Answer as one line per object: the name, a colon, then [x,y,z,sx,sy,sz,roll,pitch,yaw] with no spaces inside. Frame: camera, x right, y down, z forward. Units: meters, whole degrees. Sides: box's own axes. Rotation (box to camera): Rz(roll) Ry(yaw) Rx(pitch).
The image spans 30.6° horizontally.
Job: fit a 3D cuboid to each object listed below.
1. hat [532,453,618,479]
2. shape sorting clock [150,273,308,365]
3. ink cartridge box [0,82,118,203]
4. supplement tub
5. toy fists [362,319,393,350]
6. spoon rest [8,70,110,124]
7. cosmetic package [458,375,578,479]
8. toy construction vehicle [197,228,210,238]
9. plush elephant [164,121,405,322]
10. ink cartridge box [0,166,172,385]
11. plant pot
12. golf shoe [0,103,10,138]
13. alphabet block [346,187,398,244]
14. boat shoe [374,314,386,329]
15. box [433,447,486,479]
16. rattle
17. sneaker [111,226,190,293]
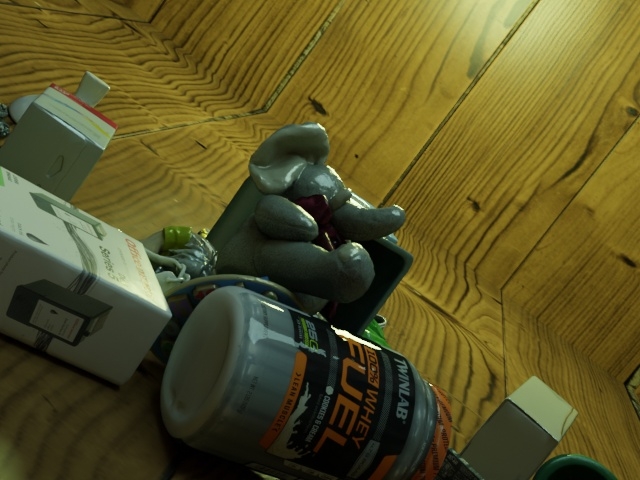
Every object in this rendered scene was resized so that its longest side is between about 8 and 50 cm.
hat: [0.414,0.471,1.983,0.208,0.173,0.183,38,-23,2]
shape sorting clock: [-0.115,0.114,1.453,0.206,0.206,0.040,31,34,-28]
ink cartridge box: [-0.399,-0.140,1.764,0.127,0.128,0.176,34,11,-12]
supplement tub: [-0.012,0.191,1.381,0.316,0.194,0.193,24,16,-27]
toy fists: [0.058,0.172,1.954,0.142,0.096,0.279,50,4,-38]
spoon rest: [-0.461,-0.224,2.087,0.137,0.084,0.276,35,25,-3]
cosmetic package: [0.335,0.338,1.991,0.113,0.160,0.309,40,13,13]
toy construction vehicle: [-0.197,0.018,1.992,0.086,0.035,0.098,38,20,7]
plush elephant: [-0.010,0.002,1.584,0.330,0.255,0.272,19,-36,29]
ink cartridge box: [-0.326,0.029,1.350,0.272,0.115,0.198,30,13,-30]
plant pot: [-0.056,0.025,1.869,0.247,0.247,0.252,30,9,-35]
golf shoe: [-0.536,-0.166,1.677,0.086,0.069,0.176,-2,-2,38]
alphabet block: [0.000,0.000,2.227,0.192,0.197,0.193,32,12,-19]
boat shoe: [0.062,0.150,2.152,0.184,0.063,0.066,23,18,-49]
box: [0.200,0.359,1.733,0.083,0.067,0.018,42,12,25]
rattle: [-0.200,0.090,1.702,0.130,0.143,0.200,-20,69,-38]
sneaker: [-0.201,0.078,1.546,0.258,0.091,0.094,32,29,-5]
